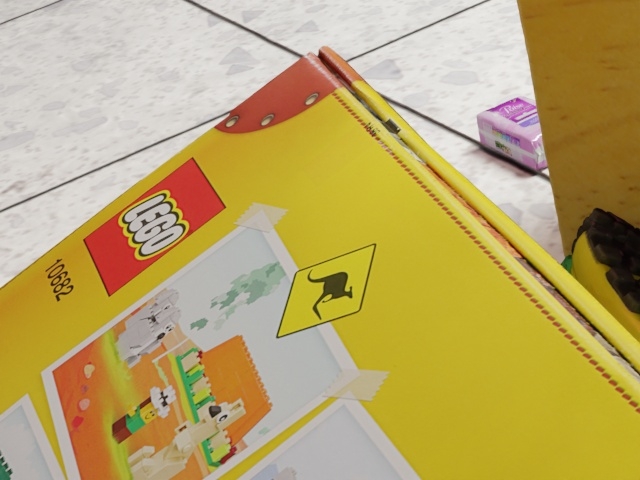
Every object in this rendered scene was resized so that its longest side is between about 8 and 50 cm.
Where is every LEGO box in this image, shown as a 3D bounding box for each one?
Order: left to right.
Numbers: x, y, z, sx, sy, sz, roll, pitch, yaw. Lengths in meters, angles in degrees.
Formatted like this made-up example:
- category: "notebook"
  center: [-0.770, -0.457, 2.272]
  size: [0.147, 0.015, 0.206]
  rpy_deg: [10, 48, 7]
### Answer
- category: "LEGO box"
  center: [-0.023, 0.171, 0.658]
  size: [0.372, 0.193, 0.500]
  rpy_deg: [-37, 29, 0]

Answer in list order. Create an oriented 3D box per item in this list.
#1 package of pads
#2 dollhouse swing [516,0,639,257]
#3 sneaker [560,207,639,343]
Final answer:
- category: "package of pads"
  center: [0.166, -0.086, 1.338]
  size: [0.050, 0.032, 0.083]
  rpy_deg: [-23, 28, -20]
- category: "dollhouse swing"
  center: [0.267, -0.123, 1.013]
  size: [0.315, 0.347, 0.305]
  rpy_deg: [3, 32, 32]
- category: "sneaker"
  center: [0.177, 0.142, 0.832]
  size: [0.134, 0.146, 0.343]
  rpy_deg: [23, 28, -26]
